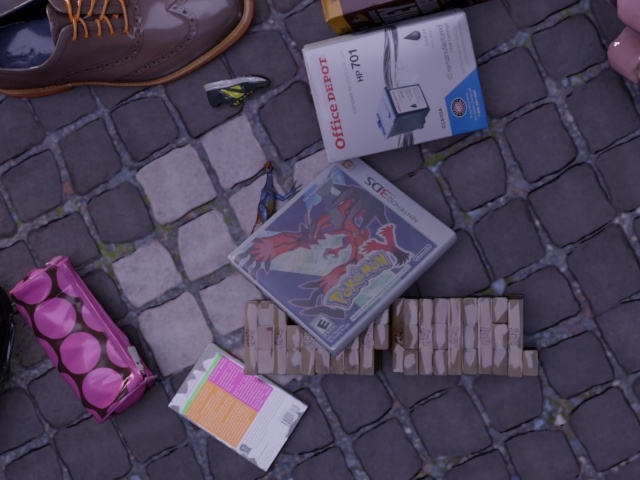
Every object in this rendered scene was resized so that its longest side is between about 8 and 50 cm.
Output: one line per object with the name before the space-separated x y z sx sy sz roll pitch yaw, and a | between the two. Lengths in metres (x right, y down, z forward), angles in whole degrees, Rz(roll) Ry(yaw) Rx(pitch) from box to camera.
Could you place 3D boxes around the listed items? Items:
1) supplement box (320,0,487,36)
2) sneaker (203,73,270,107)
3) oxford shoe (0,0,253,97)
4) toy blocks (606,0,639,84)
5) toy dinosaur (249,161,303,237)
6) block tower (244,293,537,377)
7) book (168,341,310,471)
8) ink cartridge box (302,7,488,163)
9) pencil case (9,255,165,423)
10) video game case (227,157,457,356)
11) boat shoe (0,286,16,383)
supplement box | 0.087 -0.357 1.468 0.194 0.129 0.191 -14 87 10
sneaker | -0.101 -0.183 1.554 0.083 0.031 0.035 -7 101 15
oxford shoe | -0.261 -0.249 1.529 0.364 0.133 0.129 -14 86 10
toy blocks | 0.446 -0.239 1.382 0.289 0.309 0.260 -31 50 -3
toy dinosaur | -0.068 -0.051 1.538 0.090 0.047 0.082 -24 66 20
block tower | 0.084 0.110 1.479 0.336 0.091 0.097 0 90 10
book | -0.098 0.201 1.542 0.144 0.035 0.096 33 92 9
ink cartridge box | 0.085 -0.179 1.465 0.191 0.082 0.139 -13 102 2
pencil case | -0.288 0.116 1.550 0.209 0.095 0.098 51 131 6
video game case | 0.024 0.009 1.465 0.201 0.023 0.183 -43 62 -14
boat shoe | -0.513 0.253 1.562 0.187 0.156 0.500 30 106 6
